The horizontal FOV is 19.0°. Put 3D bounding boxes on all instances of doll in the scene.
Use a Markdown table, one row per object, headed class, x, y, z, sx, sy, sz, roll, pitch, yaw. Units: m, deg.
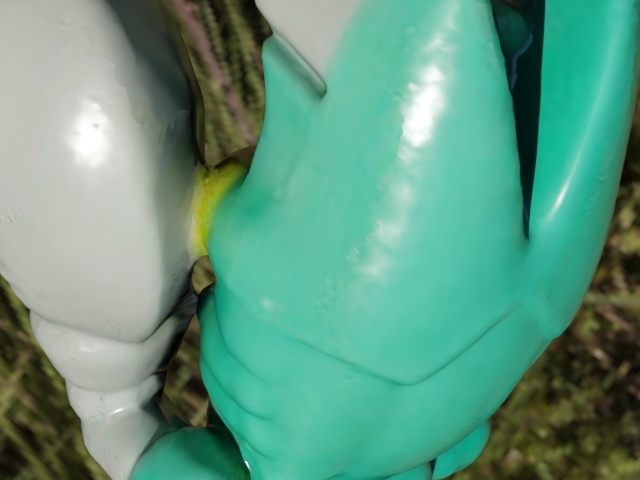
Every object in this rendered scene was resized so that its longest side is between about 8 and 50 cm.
| class | x | y | z | sx | sy | sz | roll | pitch | yaw |
| --- | --- | --- | --- | --- | --- | --- | --- | --- | --- |
| doll | -0.013 | 0.000 | 0.503 | 0.195 | 0.153 | 0.258 | 10 | 118 | -54 |
